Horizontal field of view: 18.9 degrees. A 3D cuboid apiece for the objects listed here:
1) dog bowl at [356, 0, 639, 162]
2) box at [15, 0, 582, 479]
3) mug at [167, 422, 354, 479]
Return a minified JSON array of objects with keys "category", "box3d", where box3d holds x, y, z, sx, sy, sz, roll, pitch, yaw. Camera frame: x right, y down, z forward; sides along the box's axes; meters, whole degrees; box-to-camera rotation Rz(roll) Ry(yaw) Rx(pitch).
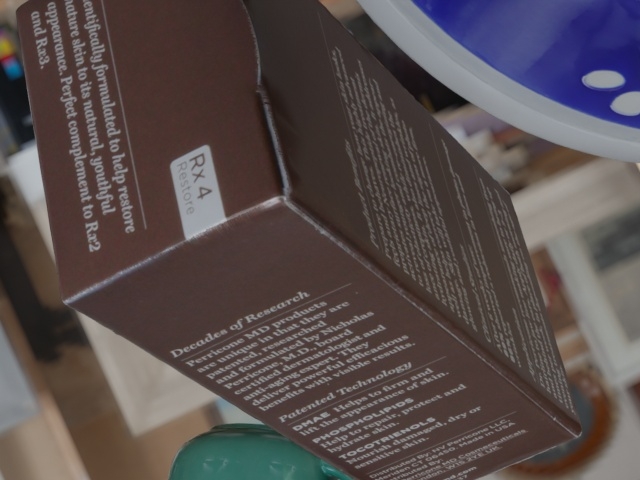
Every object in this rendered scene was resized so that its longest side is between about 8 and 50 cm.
[{"category":"dog bowl","box3d":[0.120,-0.166,0.648,0.265,0.265,0.104,-21,169,-24]},{"category":"box","box3d":[0.000,0.000,1.087,0.143,0.191,0.381,-24,147,17]},{"category":"mug","box3d":[-0.037,0.192,1.435,0.157,0.097,0.129,5,163,-5]}]
